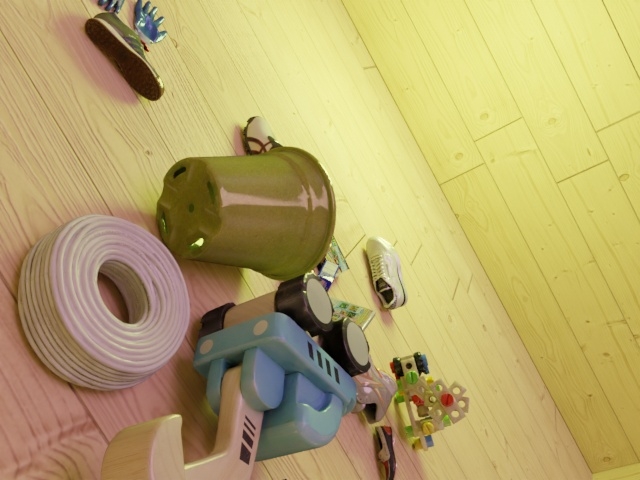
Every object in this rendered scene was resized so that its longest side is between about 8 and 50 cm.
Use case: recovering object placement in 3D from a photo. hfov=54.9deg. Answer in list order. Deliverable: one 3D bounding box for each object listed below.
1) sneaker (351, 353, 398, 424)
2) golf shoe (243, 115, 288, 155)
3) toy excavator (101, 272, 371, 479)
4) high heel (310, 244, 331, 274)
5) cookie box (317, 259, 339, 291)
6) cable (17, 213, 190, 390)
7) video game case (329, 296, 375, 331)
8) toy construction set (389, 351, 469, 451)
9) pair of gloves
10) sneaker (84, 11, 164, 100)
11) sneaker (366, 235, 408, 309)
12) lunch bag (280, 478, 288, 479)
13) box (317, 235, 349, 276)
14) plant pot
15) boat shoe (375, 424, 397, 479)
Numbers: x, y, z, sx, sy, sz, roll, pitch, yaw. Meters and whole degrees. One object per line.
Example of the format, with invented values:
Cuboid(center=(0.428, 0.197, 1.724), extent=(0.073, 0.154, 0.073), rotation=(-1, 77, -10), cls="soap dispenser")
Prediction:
Cuboid(center=(0.077, 0.323, 1.415), extent=(0.262, 0.099, 0.121), rotation=(43, 49, -23), cls="sneaker")
Cuboid(center=(-0.110, -0.205, 1.524), extent=(0.105, 0.120, 0.272), rotation=(23, 45, -53), cls="golf shoe")
Cuboid(center=(-0.100, 0.257, 0.943), extent=(0.433, 0.222, 0.445), rotation=(49, 29, -38), cls="toy excavator")
Cuboid(center=(-0.062, 0.054, 1.452), extent=(0.117, 0.082, 0.244), rotation=(28, 46, 1), cls="high heel")
Cuboid(center=(0.002, 0.107, 1.453), extent=(0.040, 0.091, 0.107), rotation=(27, 21, 2), cls="cookie box")
Cuboid(center=(-0.303, 0.087, 0.896), extent=(0.257, 0.089, 0.257), rotation=(39, 34, -43), cls="cable")
Cuboid(center=(0.042, 0.179, 1.449), extent=(0.157, 0.143, 0.019), rotation=(-37, 140, -65), cls="video game case")
Cuboid(center=(0.258, 0.398, 1.540), extent=(0.327, 0.151, 0.214), rotation=(95, -16, -64), cls="toy construction set")
Cuboid(center=(-0.412, -0.507, 1.337), extent=(0.198, 0.023, 0.159), rotation=(47, 29, -34), cls="pair of gloves")
Cuboid(center=(-0.373, -0.376, 1.232), extent=(0.192, 0.064, 0.086), rotation=(48, 34, -24), cls="sneaker")
Cuboid(center=(0.191, 0.095, 1.869), extent=(0.095, 0.090, 0.235), rotation=(-4, 68, -54), cls="sneaker")
Cuboid(center=(-0.026, 0.540, 0.983), extent=(0.220, 0.138, 0.293), rotation=(57, 16, -7), cls="lunch bag")
Cuboid(center=(0.000, 0.000, 1.636), extent=(0.206, 0.036, 0.114), rotation=(64, 24, 1), cls="box")
Cuboid(center=(-0.155, -0.055, 1.165), extent=(0.254, 0.276, 0.276), rotation=(0, 66, -50), cls="plant pot")
Cuboid(center=(0.153, 0.501, 1.449), extent=(0.043, 0.049, 0.137), rotation=(8, 50, -10), cls="boat shoe")
